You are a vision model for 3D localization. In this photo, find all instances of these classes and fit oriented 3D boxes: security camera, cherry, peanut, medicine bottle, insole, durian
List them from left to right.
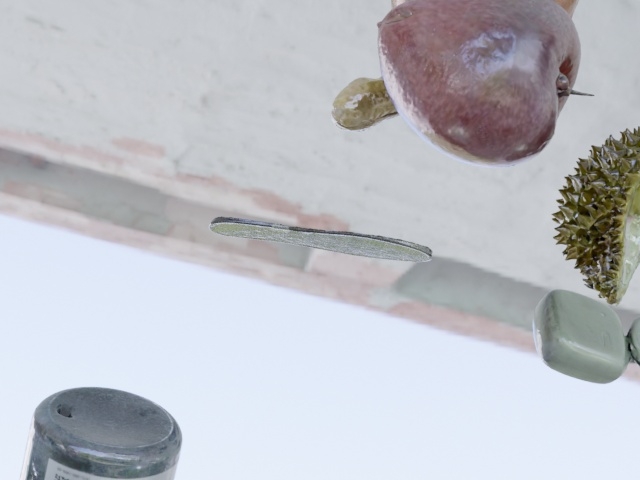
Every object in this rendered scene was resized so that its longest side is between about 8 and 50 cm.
[{"bbox_3d":[-0.226,0.296,1.083,0.141,0.293,0.141,13,15,-4],"label":"medicine bottle"},{"bbox_3d":[0.000,0.000,1.575,0.309,0.012,0.110,9,-14,-2],"label":"insole"},{"bbox_3d":[0.084,-0.219,1.760,0.174,0.080,0.080,-25,-4,-35],"label":"peanut"},{"bbox_3d":[0.216,-0.227,1.549,0.307,0.261,0.221,21,-30,9],"label":"cherry"},{"bbox_3d":[0.477,0.171,1.792,0.302,0.157,0.080,16,-50,-10],"label":"security camera"},{"bbox_3d":[0.424,-0.052,1.580,0.166,0.306,0.172,42,-24,-16],"label":"durian"}]

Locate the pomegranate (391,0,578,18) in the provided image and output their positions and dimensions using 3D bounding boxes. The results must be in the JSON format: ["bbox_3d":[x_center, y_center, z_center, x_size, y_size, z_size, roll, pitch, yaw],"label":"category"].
[{"bbox_3d":[0.276,-0.391,1.801,0.338,0.338,0.338,7,-25,3],"label":"pomegranate"}]
